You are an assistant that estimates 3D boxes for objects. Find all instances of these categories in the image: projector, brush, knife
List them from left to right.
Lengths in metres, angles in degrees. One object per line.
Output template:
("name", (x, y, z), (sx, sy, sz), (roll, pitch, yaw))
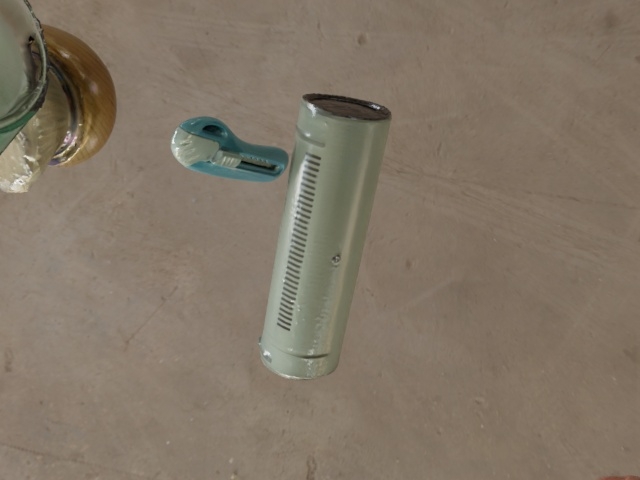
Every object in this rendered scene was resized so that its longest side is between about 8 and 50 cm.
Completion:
("brush", (-0.396, -0.178, 0.839), (0.266, 0.166, 0.174), (24, 119, 13))
("knife", (-0.096, -0.099, 0.800), (0.031, 0.222, 0.064), (38, 104, 23))
("projector", (0.000, 0.000, 0.828), (0.108, 0.108, 0.338), (14, 113, 8))

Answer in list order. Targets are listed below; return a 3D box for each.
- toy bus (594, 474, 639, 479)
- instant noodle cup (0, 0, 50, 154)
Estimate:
("toy bus", (0.163, 0.271, 0.259), (0.203, 0.427, 0.233), (12, 106, 20))
("instant noodle cup", (-0.354, -0.133, 0.559), (0.190, 0.251, 0.251), (-25, 91, 33))
